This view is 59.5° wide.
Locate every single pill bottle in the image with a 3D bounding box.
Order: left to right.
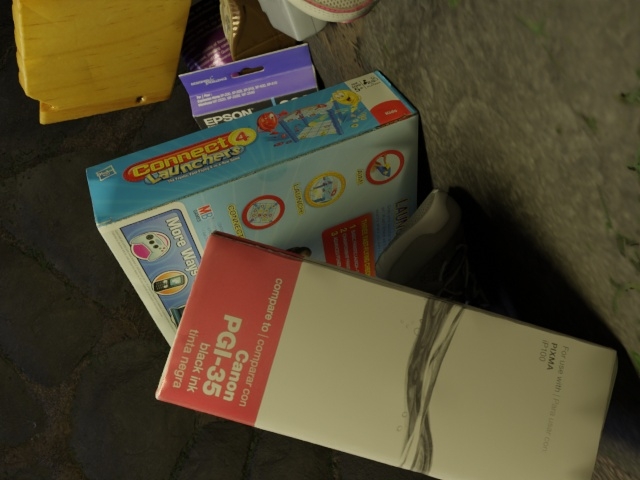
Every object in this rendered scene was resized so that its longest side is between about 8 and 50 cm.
[{"bbox_3d":[-0.169,-0.366,1.055,0.322,0.182,0.181,62,178,-13],"label":"pill bottle"}]

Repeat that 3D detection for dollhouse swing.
[{"bbox_3d":[-0.347,-0.430,0.851,0.304,0.315,0.346,55,144,16],"label":"dollhouse swing"}]

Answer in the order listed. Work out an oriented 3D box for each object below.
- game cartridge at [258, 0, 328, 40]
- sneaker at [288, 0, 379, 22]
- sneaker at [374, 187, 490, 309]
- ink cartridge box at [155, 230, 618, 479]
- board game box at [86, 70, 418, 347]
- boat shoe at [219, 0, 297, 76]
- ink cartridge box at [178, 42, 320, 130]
[{"bbox_3d":[-0.079,-0.370,0.606,0.294,0.060,0.196,63,-179,-32],"label":"game cartridge"},{"bbox_3d":[-0.013,-0.219,0.276,0.111,0.103,0.252,62,179,45],"label":"sneaker"},{"bbox_3d":[0.137,0.043,0.589,0.115,0.105,0.281,35,168,25],"label":"sneaker"},{"bbox_3d":[0.042,0.097,0.447,0.283,0.117,0.207,17,171,-1],"label":"ink cartridge box"},{"bbox_3d":[-0.046,0.006,0.625,0.308,0.302,0.086,81,164,-49],"label":"board game box"},{"bbox_3d":[-0.101,-0.354,0.847,0.285,0.105,0.089,82,172,-50],"label":"boat shoe"},{"bbox_3d":[-0.100,-0.220,0.927,0.208,0.207,0.045,68,-171,-68],"label":"ink cartridge box"}]
